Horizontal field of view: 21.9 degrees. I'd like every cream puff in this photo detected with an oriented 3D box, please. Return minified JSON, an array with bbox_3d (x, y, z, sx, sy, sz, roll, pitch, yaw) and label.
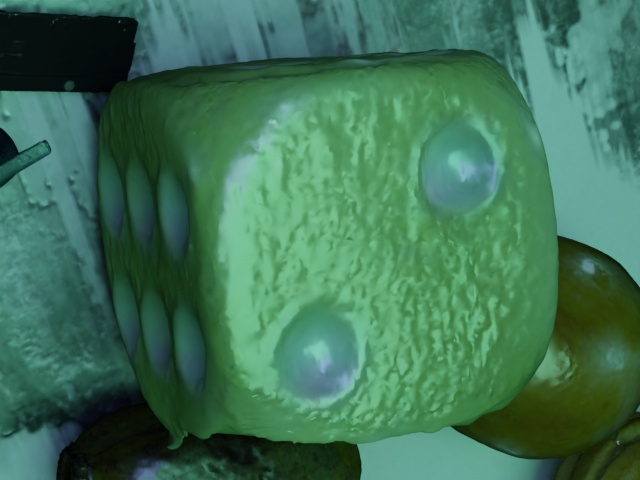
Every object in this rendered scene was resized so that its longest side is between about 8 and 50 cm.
[{"bbox_3d":[0.283,0.241,1.449,0.189,0.129,0.189,7,76,-29],"label":"cream puff"}]

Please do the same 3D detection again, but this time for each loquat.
[{"bbox_3d":[0.175,0.084,1.317,0.227,0.179,0.179,10,100,-40],"label":"loquat"}]

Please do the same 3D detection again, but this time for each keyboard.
[{"bbox_3d":[-0.215,-0.128,1.111,0.196,0.018,0.060,-2,122,-33],"label":"keyboard"}]

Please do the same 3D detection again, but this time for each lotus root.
[{"bbox_3d":[-0.080,0.175,1.228,0.241,0.124,0.123,-7,105,-27],"label":"lotus root"}]

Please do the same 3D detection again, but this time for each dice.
[{"bbox_3d":[0.000,0.000,1.122,0.250,0.252,0.254,-9,98,-21],"label":"dice"}]

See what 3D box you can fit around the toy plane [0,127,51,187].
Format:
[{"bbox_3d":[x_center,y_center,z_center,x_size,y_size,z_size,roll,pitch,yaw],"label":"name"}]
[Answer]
[{"bbox_3d":[-0.280,-0.015,1.079,0.235,0.096,0.060,-29,116,1],"label":"toy plane"}]
